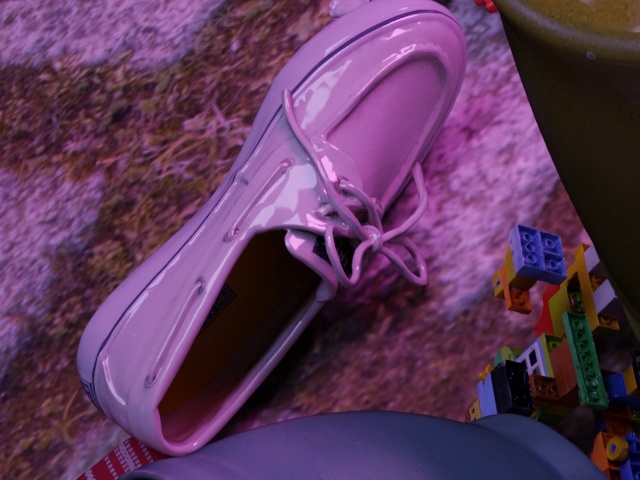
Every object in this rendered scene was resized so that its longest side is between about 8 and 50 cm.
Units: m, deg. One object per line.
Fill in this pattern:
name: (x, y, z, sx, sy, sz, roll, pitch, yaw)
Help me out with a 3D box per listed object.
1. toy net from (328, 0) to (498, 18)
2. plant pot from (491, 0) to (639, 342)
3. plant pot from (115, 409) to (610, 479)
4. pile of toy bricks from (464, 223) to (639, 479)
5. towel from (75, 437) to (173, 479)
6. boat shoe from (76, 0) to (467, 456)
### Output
toy net: (0.111, -0.194, 1.435, 0.232, 0.045, 0.122, -19, 44, 30)
plant pot: (0.243, -0.113, 0.910, 0.367, 0.353, 0.366, -15, 58, 26)
plant pot: (0.052, 0.202, 0.929, 0.196, 0.293, 0.293, -26, 30, -25)
pile of toy bricks: (0.125, 0.097, 1.096, 0.105, 0.118, 0.212, -51, 33, 42)
towel: (-0.185, 0.260, 1.257, 0.275, 0.031, 0.199, -40, 35, 0)
boat shoe: (-0.006, -0.004, 1.271, 0.367, 0.136, 0.156, -47, 37, -6)
